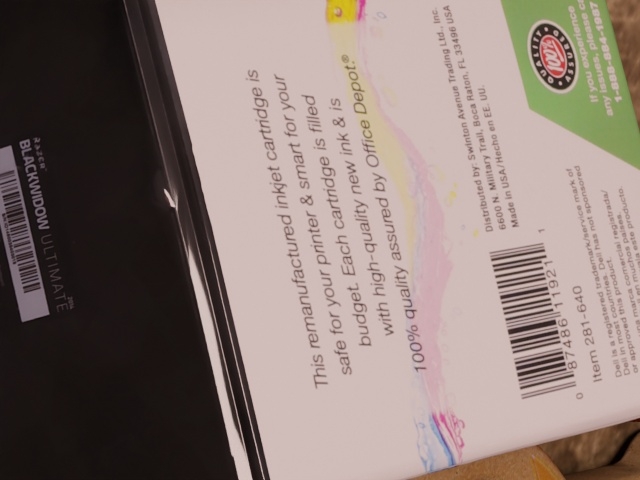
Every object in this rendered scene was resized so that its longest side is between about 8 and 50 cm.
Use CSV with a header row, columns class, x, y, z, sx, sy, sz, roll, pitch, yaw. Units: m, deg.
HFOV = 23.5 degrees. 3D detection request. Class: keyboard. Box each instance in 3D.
class,x,y,z,sx,sy,sz,roll,pitch,yaw
keyboard,-0.130,0.008,0.512,0.033,0.201,0.317,12,64,-74

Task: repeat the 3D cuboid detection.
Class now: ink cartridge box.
class,x,y,z,sx,sy,sz,roll,pitch,yaw
ink cartridge box,0.000,0.000,0.632,0.278,0.117,0.201,-9,83,-32

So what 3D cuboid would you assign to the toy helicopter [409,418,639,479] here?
class,x,y,z,sx,sy,sz,roll,pitch,yaw
toy helicopter,0.116,0.142,0.816,0.355,0.140,0.235,-5,92,-49
